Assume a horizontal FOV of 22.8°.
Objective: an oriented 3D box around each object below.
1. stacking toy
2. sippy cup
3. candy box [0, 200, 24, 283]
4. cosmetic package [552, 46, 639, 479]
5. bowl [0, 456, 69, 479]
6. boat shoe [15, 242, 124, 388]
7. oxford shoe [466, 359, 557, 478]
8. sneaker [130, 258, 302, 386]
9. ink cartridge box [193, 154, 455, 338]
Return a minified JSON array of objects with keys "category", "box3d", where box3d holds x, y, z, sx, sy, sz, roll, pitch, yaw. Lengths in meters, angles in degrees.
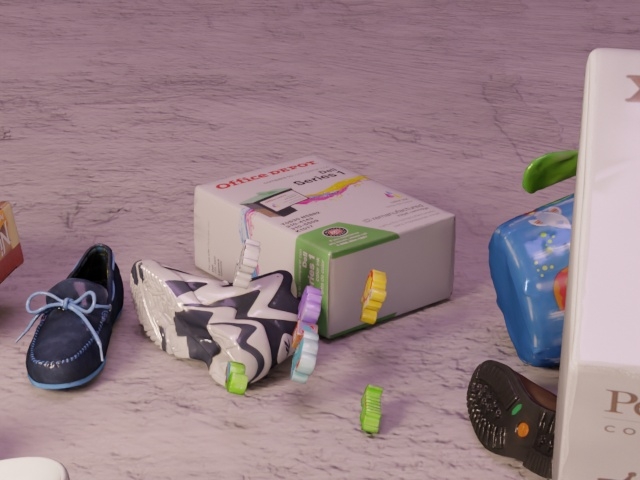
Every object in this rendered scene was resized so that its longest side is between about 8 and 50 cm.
[{"category":"stacking toy","box3d":[-0.012,0.098,1.694,0.167,0.052,0.221,15,41,-10]},{"category":"sippy cup","box3d":[0.315,0.038,1.773,0.224,0.240,0.305,-13,16,-6]},{"category":"candy box","box3d":[-0.530,0.034,1.844,0.316,0.087,0.183,-5,21,16]},{"category":"cosmetic package","box3d":[0.357,0.100,1.266,0.329,0.393,0.327,4,49,9]},{"category":"bowl","box3d":[-0.305,0.289,1.200,0.298,0.134,0.298,-21,11,4]},{"category":"boat shoe","box3d":[-0.286,0.080,1.800,0.109,0.089,0.258,0,23,-1]},{"category":"oxford shoe","box3d":[0.223,0.189,1.601,0.096,0.082,0.227,14,13,-29]},{"category":"sneaker","box3d":[-0.102,0.076,1.812,0.153,0.094,0.235,-17,29,-38]},{"category":"ink cartridge box","box3d":[0.000,0.000,1.961,0.201,0.117,0.278,-17,28,-35]}]
